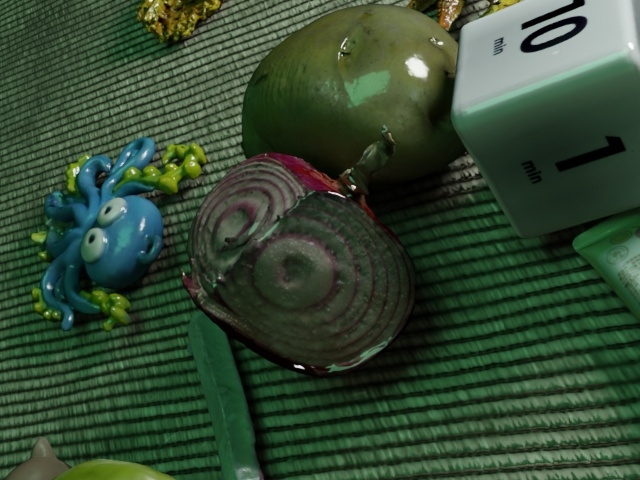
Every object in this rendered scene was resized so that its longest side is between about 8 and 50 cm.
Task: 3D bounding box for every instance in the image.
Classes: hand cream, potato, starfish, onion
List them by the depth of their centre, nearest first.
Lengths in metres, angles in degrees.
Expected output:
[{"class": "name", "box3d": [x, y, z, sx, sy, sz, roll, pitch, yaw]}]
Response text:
[{"class": "hand cream", "box3d": [0.365, 0.065, 0.945, 0.147, 0.093, 0.305, -31, 45, 11]}, {"class": "onion", "box3d": [-0.019, 0.021, 1.162, 0.273, 0.256, 0.230, -26, 18, -3]}, {"class": "potato", "box3d": [0.048, -0.178, 1.259, 0.326, 0.221, 0.243, 5, 64, 45]}, {"class": "starfish", "box3d": [0.200, -0.366, 1.384, 0.241, 0.043, 0.227, -30, 29, 32]}]

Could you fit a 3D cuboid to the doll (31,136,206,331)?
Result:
[{"class": "doll", "box3d": [-0.342, -0.030, 1.543, 0.341, 0.099, 0.346, 18, 71, 41]}]

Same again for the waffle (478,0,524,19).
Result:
[{"class": "waffle", "box3d": [0.320, -0.287, 1.247, 0.245, 0.052, 0.254, -40, 44, 11]}]

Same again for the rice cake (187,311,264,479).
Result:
[{"class": "rice cake", "box3d": [-0.122, 0.208, 1.255, 0.081, 0.051, 0.290, -63, 33, 35]}]

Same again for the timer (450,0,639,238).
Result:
[{"class": "timer", "box3d": [0.270, -0.146, 1.063, 0.195, 0.194, 0.192, -19, 36, 28]}]

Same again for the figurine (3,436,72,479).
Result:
[{"class": "figurine", "box3d": [-0.364, 0.344, 1.299, 0.125, 0.125, 0.138, -48, 59, 0]}]

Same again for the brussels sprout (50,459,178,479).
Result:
[{"class": "brussels sprout", "box3d": [-0.225, 0.382, 1.071, 0.274, 0.243, 0.316, -45, 48, 13]}]

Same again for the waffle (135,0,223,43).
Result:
[{"class": "waffle", "box3d": [-0.245, -0.445, 1.771, 0.193, 0.070, 0.197, -43, 44, 4]}]
